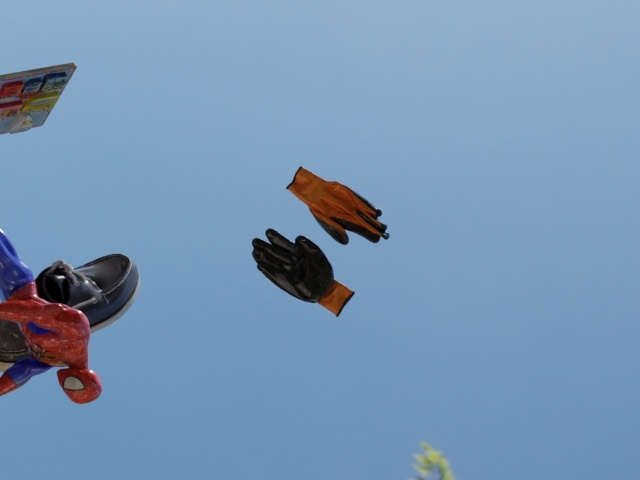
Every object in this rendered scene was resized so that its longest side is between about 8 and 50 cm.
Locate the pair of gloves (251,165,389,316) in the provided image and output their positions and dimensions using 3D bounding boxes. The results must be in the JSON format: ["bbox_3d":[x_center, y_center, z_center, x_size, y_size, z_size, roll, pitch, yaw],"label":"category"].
[{"bbox_3d":[0.000,0.000,0.892,0.074,0.010,0.083,32,-109,-1],"label":"pair of gloves"}]

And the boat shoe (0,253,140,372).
[{"bbox_3d":[-0.248,0.054,1.359,0.075,0.206,0.065,16,-57,27],"label":"boat shoe"}]

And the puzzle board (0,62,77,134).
[{"bbox_3d":[-0.286,-0.117,1.237,0.011,0.128,0.096,59,-41,16],"label":"puzzle board"}]

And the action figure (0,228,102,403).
[{"bbox_3d":[-0.305,0.048,1.219,0.139,0.091,0.280,-33,-107,-30],"label":"action figure"}]
